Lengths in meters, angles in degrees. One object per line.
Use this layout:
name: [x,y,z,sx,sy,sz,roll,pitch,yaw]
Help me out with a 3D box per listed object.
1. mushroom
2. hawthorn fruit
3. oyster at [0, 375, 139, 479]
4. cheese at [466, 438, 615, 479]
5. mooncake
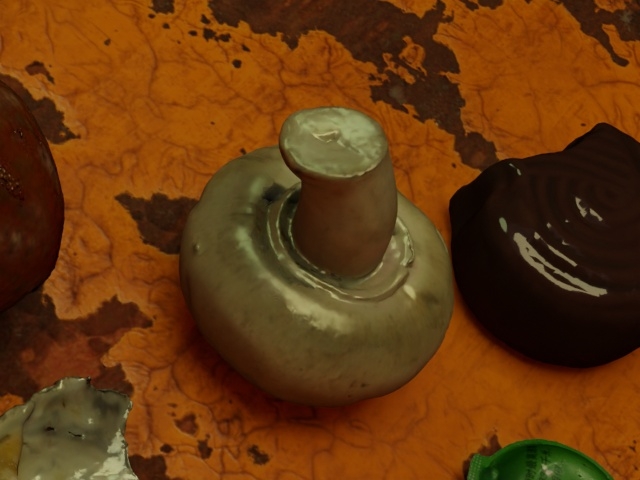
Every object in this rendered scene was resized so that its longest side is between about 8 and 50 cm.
mushroom: [-0.022,0.022,1.924,0.356,0.315,0.315,40,36,-47]
hawthorn fruit: [-0.405,-0.034,1.733,0.316,0.316,0.316,15,52,-19]
oyster: [-0.267,0.255,1.718,0.271,0.100,0.275,14,40,-23]
cheese: [0.308,0.331,1.987,0.320,0.083,0.204,25,47,-8]
mooncake: [0.327,-0.007,2.183,0.326,0.174,0.333,13,54,-18]
